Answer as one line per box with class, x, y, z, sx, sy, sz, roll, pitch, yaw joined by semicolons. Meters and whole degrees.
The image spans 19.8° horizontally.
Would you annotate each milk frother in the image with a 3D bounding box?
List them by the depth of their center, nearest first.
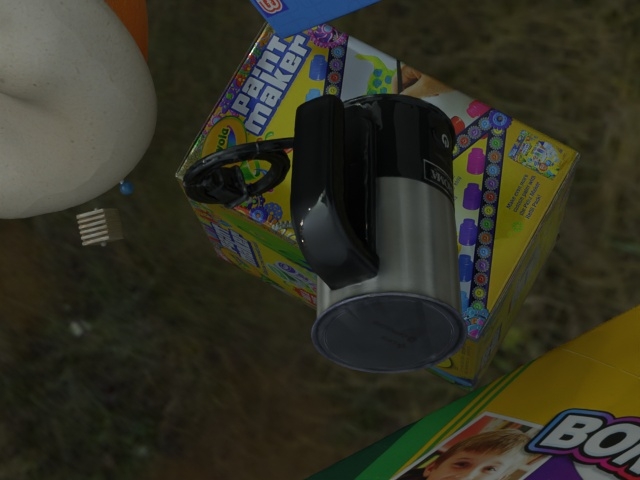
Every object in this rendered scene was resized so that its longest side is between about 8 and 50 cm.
milk frother;0.000;0.000;1.014;0.129;0.143;0.134;27;47;-33

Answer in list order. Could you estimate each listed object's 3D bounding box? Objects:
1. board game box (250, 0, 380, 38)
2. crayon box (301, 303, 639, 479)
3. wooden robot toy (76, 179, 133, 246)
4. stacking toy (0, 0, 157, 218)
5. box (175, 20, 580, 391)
board game box;0.074;-0.182;0.840;0.047;0.210;0.160;50;52;-21
crayon box;0.183;0.163;0.954;0.313;0.363;0.106;-27;112;-18
wooden robot toy;-0.206;-0.081;1.547;0.079;0.076;0.173;-8;101;-68
stacking toy;-0.222;-0.289;1.234;0.350;0.350;0.480;32;58;-27
box;0.053;-0.028;1.582;0.279;0.290;0.177;28;80;10
